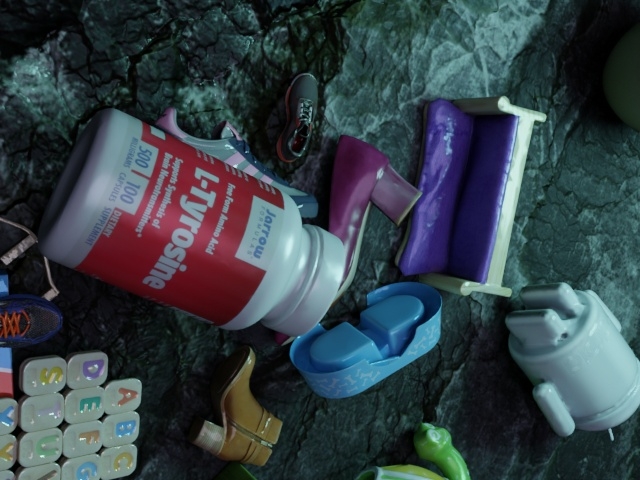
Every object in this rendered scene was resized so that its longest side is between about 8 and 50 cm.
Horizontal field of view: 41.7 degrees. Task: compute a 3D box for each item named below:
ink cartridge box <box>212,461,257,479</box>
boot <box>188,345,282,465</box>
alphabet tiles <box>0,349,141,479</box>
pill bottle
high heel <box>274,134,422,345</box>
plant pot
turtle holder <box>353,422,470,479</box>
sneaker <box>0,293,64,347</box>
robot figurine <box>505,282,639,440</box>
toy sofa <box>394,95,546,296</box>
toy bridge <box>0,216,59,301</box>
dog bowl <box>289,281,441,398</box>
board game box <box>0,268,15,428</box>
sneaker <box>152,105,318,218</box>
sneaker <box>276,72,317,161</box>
[{"bbox_3d":[-0.074,0.520,1.451,0.097,0.189,0.255,-43,112,-15],"label":"ink cartridge box"},{"bbox_3d":[-0.125,0.292,1.471,0.152,0.073,0.197,28,90,-28],"label":"boot"},{"bbox_3d":[-0.407,0.316,1.318,0.278,0.021,0.284,-1,100,-42],"label":"alphabet tiles"},{"bbox_3d":[-0.178,-0.007,1.233,0.407,0.229,0.229,25,86,-24],"label":"pill bottle"},{"bbox_3d":[0.000,0.000,1.493,0.181,0.127,0.377,39,83,5],"label":"high heel"},{"bbox_3d":[0.685,-0.330,1.699,0.284,0.191,0.284,-3,97,-25],"label":"plant pot"},{"bbox_3d":[0.168,0.509,1.539,0.227,0.243,0.320,40,88,-7],"label":"turtle holder"},{"bbox_3d":[-0.479,0.123,1.198,0.221,0.087,0.083,-2,98,-25],"label":"sneaker"},{"bbox_3d":[0.514,0.242,1.685,0.353,0.199,0.300,50,61,-22],"label":"robot figurine"},{"bbox_3d":[0.275,-0.083,1.562,0.177,0.150,0.363,10,92,-27],"label":"toy sofa"},{"bbox_3d":[-0.466,0.012,1.296,0.063,0.026,0.188,-42,111,-18],"label":"toy bridge"},{"bbox_3d":[0.089,0.180,1.508,0.297,0.166,0.074,-27,119,-20],"label":"dog bowl"},{"bbox_3d":[-0.618,0.172,1.223,0.316,0.064,0.242,-4,98,-25],"label":"board game box"},{"bbox_3d":[-0.134,-0.123,1.387,0.319,0.112,0.131,15,93,-27],"label":"sneaker"},{"bbox_3d":[-0.028,-0.211,1.450,0.061,0.065,0.158,10,92,-26],"label":"sneaker"}]
